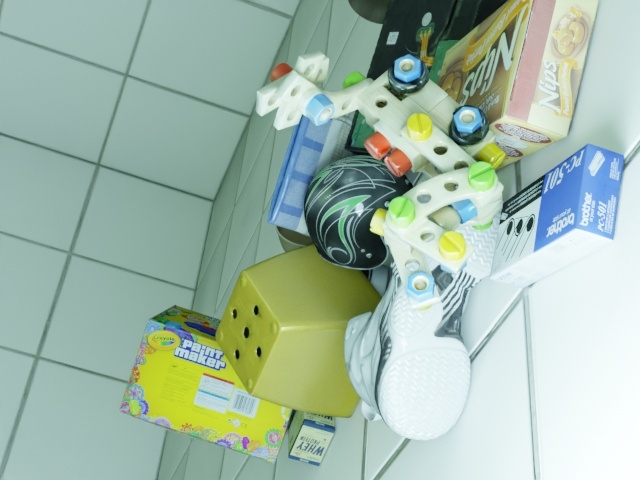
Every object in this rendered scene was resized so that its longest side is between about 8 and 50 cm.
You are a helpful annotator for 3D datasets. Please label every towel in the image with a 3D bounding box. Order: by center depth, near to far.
[{"bbox_3d":[0.034,-0.100,1.880,0.034,0.285,0.209,18,93,41],"label":"towel"}]

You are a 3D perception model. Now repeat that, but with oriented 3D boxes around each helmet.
[{"bbox_3d":[0.059,-0.054,1.770,0.169,0.169,0.162,-93,3,-59],"label":"helmet"}]

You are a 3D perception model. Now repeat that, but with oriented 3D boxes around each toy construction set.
[{"bbox_3d":[0.083,-0.098,1.320,0.215,0.328,0.151,-41,-10,-11],"label":"toy construction set"}]

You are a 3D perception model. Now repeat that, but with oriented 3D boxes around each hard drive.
[{"bbox_3d":[0.170,-0.282,1.759,0.237,0.064,0.339,13,85,57],"label":"hard drive"}]

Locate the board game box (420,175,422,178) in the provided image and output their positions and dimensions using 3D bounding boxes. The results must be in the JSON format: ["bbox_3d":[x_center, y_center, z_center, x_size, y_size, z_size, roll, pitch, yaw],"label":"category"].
[{"bbox_3d":[0.154,0.011,1.652,0.259,0.039,0.124,-91,20,-65],"label":"board game box"}]

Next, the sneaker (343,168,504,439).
[{"bbox_3d":[0.121,0.069,1.461,0.210,0.137,0.366,159,125,-72],"label":"sneaker"}]

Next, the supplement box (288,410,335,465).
[{"bbox_3d":[-0.016,0.321,1.931,0.083,0.056,0.083,-94,23,-62],"label":"supplement box"}]

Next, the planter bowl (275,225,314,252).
[{"bbox_3d":[0.000,0.000,2.138,0.162,0.162,0.109,-87,-7,-50],"label":"planter bowl"}]

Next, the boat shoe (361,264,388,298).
[{"bbox_3d":[0.034,0.072,1.943,0.306,0.105,0.113,-145,73,-78],"label":"boat shoe"}]

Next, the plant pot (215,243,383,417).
[{"bbox_3d":[-0.040,0.142,1.791,0.212,0.187,0.212,53,131,41],"label":"plant pot"}]

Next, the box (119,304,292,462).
[{"bbox_3d":[-0.183,0.256,2.100,0.279,0.290,0.177,-52,-20,-88],"label":"box"}]

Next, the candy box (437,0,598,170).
[{"bbox_3d":[0.231,-0.194,1.463,0.316,0.087,0.183,154,132,-74],"label":"candy box"}]

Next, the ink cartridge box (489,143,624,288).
[{"bbox_3d":[0.250,-0.022,1.225,0.207,0.046,0.097,136,149,-67],"label":"ink cartridge box"}]

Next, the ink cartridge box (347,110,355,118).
[{"bbox_3d":[0.078,-0.142,2.121,0.231,0.078,0.134,-98,27,-64],"label":"ink cartridge box"}]

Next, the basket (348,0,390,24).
[{"bbox_3d":[0.145,-0.551,2.254,0.227,0.154,0.204,116,164,-51],"label":"basket"}]
